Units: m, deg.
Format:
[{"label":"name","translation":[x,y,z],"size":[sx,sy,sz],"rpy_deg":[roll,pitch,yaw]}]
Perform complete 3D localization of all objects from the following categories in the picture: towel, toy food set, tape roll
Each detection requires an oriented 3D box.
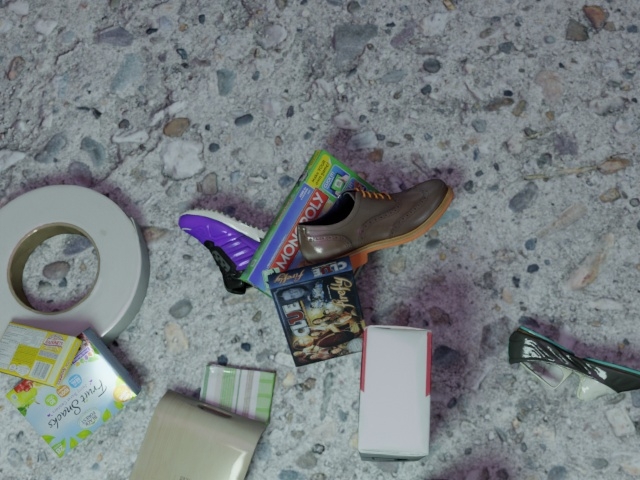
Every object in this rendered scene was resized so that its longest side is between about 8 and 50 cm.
[{"label":"towel","translation":[-0.175,0.323,1.794],"size":[0.152,0.023,0.113],"rpy_deg":[7,77,5]},{"label":"toy food set","translation":[-0.261,0.481,1.728],"size":[0.220,0.092,0.306],"rpy_deg":[18,84,9]},{"label":"tape roll","translation":[-0.569,0.067,1.875],"size":[0.392,0.072,0.392],"rpy_deg":[-1,73,4]}]

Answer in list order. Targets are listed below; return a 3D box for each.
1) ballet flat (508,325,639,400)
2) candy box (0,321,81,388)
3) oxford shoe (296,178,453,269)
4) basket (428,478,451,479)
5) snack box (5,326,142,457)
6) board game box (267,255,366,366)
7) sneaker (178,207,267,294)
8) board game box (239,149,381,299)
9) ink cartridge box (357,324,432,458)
[{"label":"ballet flat","translation":[0.507,0.262,1.719],"size":[0.280,0.095,0.096],"rpy_deg":[20,86,21]},{"label":"candy box","translation":[-0.578,0.229,1.730],"size":[0.206,0.027,0.105],"rpy_deg":[7,63,34]},{"label":"oxford shoe","translation":[0.117,-0.055,1.748],"size":[0.364,0.130,0.132],"rpy_deg":[-29,112,-22]},{"label":"basket","translation":[0.222,0.521,1.591],"size":[0.204,0.227,0.154],"rpy_deg":[-6,73,4]},{"label":"snack box","translation":[-0.502,0.310,1.761],"size":[0.207,0.070,0.174],"rpy_deg":[-38,94,3]},{"label":"board game box","translation":[0.001,0.147,1.719],"size":[0.165,0.243,0.042],"rpy_deg":[-14,42,2]},{"label":"sneaker","translation":[-0.187,0.035,1.834],"size":[0.293,0.102,0.146],"rpy_deg":[21,77,10]},{"label":"board game box","translation":[0.000,0.000,1.799],"size":[0.213,0.046,0.317],"rpy_deg":[35,77,-24]},{"label":"ink cartridge box","translation":[0.137,0.298,1.622],"size":[0.131,0.306,0.226],"rpy_deg":[1,74,5]}]
